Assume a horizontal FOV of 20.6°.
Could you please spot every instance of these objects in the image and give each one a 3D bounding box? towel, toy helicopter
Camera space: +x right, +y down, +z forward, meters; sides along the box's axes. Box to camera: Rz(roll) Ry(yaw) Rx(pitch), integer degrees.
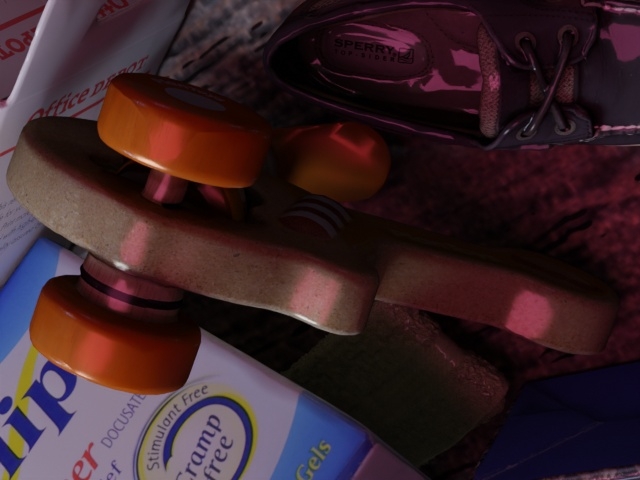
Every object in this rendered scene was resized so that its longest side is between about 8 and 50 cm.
[{"bbox_3d":[0.040,0.093,1.090,0.110,0.027,0.148,40,134,-5],"label":"towel"},{"bbox_3d":[0.000,0.000,0.966,0.355,0.235,0.140,14,103,-22],"label":"toy helicopter"}]

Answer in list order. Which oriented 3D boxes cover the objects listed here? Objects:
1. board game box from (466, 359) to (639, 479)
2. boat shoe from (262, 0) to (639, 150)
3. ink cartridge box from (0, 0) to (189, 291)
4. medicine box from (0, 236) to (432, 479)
[{"bbox_3d":[0.246,0.218,1.001,0.232,0.141,0.291,-13,108,28],"label":"board game box"},{"bbox_3d":[0.104,-0.091,0.948,0.285,0.092,0.103,8,116,20],"label":"boat shoe"},{"bbox_3d":[-0.209,-0.061,1.031,0.119,0.207,0.353,36,121,8],"label":"ink cartridge box"},{"bbox_3d":[-0.111,0.182,1.007,0.289,0.263,0.149,27,169,37],"label":"medicine box"}]
